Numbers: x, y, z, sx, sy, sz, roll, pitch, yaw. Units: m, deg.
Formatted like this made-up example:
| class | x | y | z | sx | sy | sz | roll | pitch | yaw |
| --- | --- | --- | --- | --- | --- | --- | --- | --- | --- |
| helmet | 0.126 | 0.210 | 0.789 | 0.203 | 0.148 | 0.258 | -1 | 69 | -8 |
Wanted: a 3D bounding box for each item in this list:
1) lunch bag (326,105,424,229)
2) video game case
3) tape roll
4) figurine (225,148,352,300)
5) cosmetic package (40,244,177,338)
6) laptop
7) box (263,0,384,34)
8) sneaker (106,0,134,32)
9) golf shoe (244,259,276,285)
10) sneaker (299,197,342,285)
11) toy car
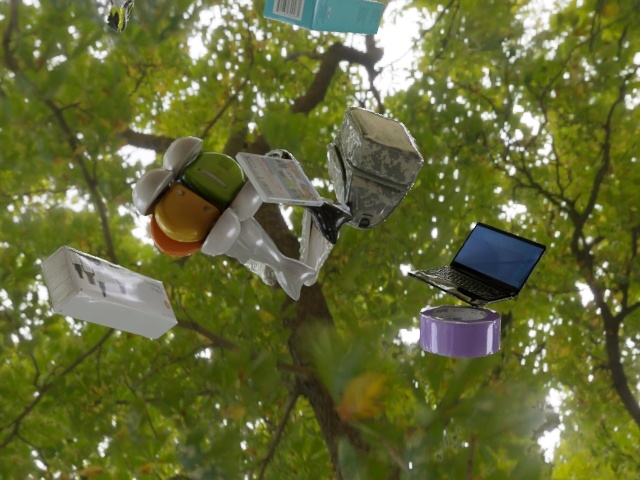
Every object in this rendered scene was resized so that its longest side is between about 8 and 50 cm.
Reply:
| class | x | y | z | sx | sy | sz | roll | pitch | yaw |
| --- | --- | --- | --- | --- | --- | --- | --- | --- | --- |
| lunch bag | 0.132 | -0.201 | 1.847 | 0.212 | 0.256 | 0.305 | 14 | -151 | -18 |
| video game case | -0.056 | -0.086 | 0.932 | 0.122 | 0.011 | 0.087 | 0 | -131 | -51 |
| tape roll | 0.327 | 0.210 | 1.537 | 0.188 | 0.080 | 0.189 | -1 | -172 | 0 |
| figurine | -0.060 | -0.021 | 1.202 | 0.215 | 0.209 | 0.092 | -57 | -152 | -11 |
| cosmetic package | -0.350 | 0.093 | 1.107 | 0.060 | 0.239 | 0.099 | -35 | -120 | 13 |
| laptop | 0.410 | 0.055 | 1.712 | 0.264 | 0.137 | 0.234 | -6 | -159 | -38 |
| box | 0.013 | -0.407 | 1.152 | 0.100 | 0.060 | 0.244 | 24 | -155 | 24 |
| sneaker | -0.246 | -0.301 | 0.810 | 0.031 | 0.083 | 0.035 | 21 | -135 | -18 |
| golf shoe | -0.144 | 0.066 | 1.556 | 0.085 | 0.069 | 0.176 | 6 | -174 | -4 |
| sneaker | 0.000 | 0.000 | 1.596 | 0.094 | 0.090 | 0.235 | 11 | -111 | -10 |
| toy car | -0.186 | -0.051 | 0.978 | 0.159 | 0.136 | 0.182 | 33 | -130 | -3 |
